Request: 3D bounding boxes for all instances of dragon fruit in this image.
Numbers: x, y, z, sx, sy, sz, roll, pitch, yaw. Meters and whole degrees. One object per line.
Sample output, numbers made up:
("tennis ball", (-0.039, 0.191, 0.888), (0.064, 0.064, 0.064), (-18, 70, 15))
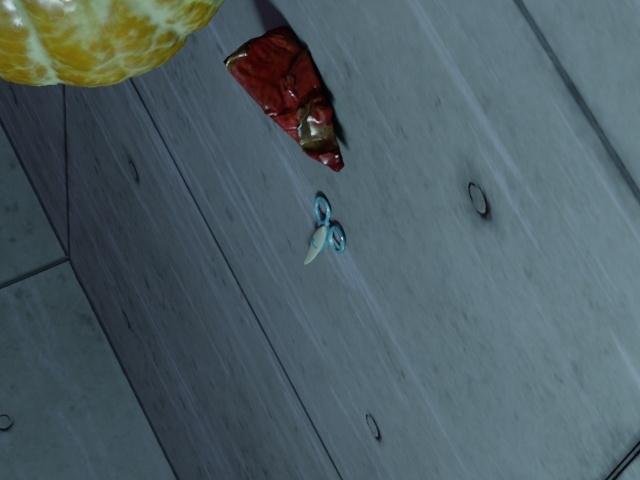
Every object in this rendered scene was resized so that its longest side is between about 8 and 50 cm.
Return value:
("dragon fruit", (-0.014, -0.123, 1.586), (0.097, 0.063, 0.131), (35, -167, -49))

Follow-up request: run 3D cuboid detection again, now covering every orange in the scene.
("orange", (-0.208, -0.285, 1.461), (0.249, 0.329, 0.329), (67, 179, -89))

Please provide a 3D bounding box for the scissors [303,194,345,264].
("scissors", (0.000, 0.000, 1.744), (0.058, 0.014, 0.119), (63, 160, 15))
